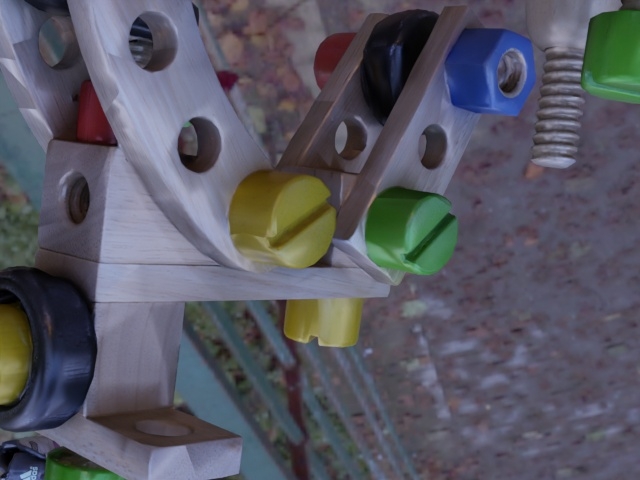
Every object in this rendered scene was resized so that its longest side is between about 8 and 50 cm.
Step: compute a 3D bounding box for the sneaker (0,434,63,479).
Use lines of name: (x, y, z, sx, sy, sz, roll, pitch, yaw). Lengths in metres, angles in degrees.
sneaker: (-0.161, 0.144, 0.659, 0.098, 0.038, 0.069, 12, -179, 38)

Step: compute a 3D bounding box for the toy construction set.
toy construction set: (0.000, 0.000, 0.432, 0.309, 0.237, 0.257, 7, 177, 19)
